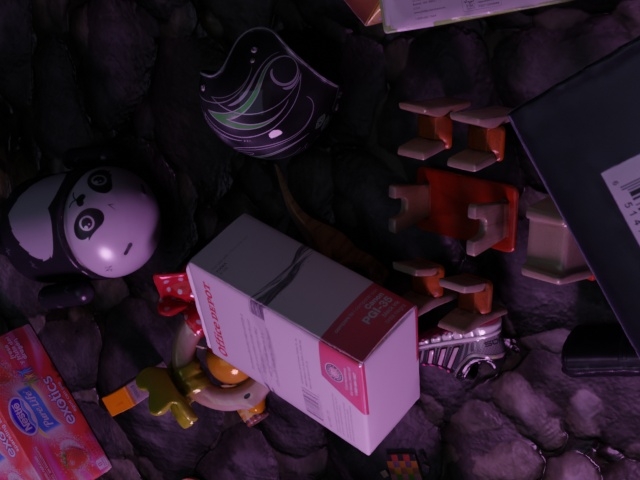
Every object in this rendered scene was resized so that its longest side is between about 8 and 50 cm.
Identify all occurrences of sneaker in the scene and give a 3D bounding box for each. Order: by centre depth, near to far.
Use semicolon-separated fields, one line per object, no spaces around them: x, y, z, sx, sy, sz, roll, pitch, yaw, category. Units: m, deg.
0.167;0.148;1.345;0.170;0.063;0.074;-20;94;37;sneaker

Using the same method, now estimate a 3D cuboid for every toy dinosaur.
0.000;0.000;1.424;0.211;0.064;0.112;38;111;7;toy dinosaur

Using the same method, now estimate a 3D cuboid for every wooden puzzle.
0.119;0.322;1.471;0.083;0.006;0.049;-9;100;36;wooden puzzle

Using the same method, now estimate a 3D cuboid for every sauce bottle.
-0.127;0.220;1.587;0.042;0.042;0.128;-44;75;36;sauce bottle

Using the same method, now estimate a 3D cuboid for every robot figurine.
-0.372;-0.023;1.592;0.278;0.173;0.209;-5;110;36;robot figurine

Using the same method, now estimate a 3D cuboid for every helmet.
-0.068;-0.183;1.337;0.169;0.169;0.161;48;109;12;helmet

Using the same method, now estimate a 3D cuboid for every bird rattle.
-0.155;0.154;1.539;0.207;0.143;0.253;13;77;5;bird rattle

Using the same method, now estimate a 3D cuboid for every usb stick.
0.403;0.120;1.166;0.278;0.077;0.045;-7;122;36;usb stick

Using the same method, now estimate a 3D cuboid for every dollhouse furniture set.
0.213;-0.027;1.240;0.259;0.135;0.262;18;115;42;dollhouse furniture set

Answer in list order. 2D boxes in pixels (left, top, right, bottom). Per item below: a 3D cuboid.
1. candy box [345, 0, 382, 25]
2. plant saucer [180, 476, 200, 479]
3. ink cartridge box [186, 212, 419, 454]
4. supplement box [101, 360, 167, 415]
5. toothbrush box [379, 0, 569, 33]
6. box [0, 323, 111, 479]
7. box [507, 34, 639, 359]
0.087;-0.358;1.240;0.109;0.053;0.186;51;128;9;candy box
-0.203;0.427;1.725;0.083;0.013;0.083;12;113;31;plant saucer
-0.019;0.116;1.351;0.283;0.117;0.207;29;147;28;ink cartridge box
-0.290;0.235;1.668;0.062;0.098;0.036;-29;91;36;supplement box
0.160;-0.283;1.033;0.206;0.283;0.122;-8;101;9;toothbrush box
-0.524;0.321;1.831;0.154;0.142;0.300;-34;85;38;box
0.387;-0.065;0.912;0.212;0.395;0.293;-30;88;37;box
